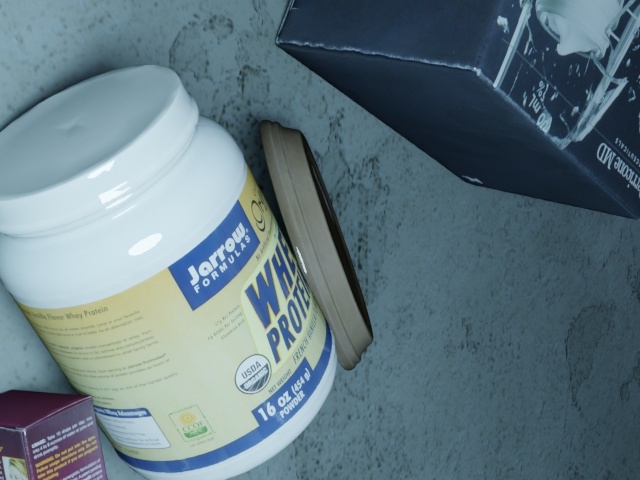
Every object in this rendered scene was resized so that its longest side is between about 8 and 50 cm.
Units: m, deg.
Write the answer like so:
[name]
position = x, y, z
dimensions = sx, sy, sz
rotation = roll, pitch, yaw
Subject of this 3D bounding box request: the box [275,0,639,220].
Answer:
[box]
position = 0.256, -0.338, 1.504
dimensions = 0.480, 0.297, 0.472
rotation = 28, 81, -50

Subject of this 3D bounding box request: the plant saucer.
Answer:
[plant saucer]
position = 0.000, 0.000, 1.295
dimensions = 0.278, 0.041, 0.278
rotation = -20, 90, -86

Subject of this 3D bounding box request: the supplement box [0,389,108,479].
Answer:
[supplement box]
position = -0.237, 0.227, 1.036
dimensions = 0.080, 0.104, 0.188
rotation = -22, 108, -52

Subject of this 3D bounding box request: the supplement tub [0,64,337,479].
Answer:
[supplement tub]
position = -0.140, 0.031, 1.070
dimensions = 0.228, 0.228, 0.316
rotation = -55, 131, -39
